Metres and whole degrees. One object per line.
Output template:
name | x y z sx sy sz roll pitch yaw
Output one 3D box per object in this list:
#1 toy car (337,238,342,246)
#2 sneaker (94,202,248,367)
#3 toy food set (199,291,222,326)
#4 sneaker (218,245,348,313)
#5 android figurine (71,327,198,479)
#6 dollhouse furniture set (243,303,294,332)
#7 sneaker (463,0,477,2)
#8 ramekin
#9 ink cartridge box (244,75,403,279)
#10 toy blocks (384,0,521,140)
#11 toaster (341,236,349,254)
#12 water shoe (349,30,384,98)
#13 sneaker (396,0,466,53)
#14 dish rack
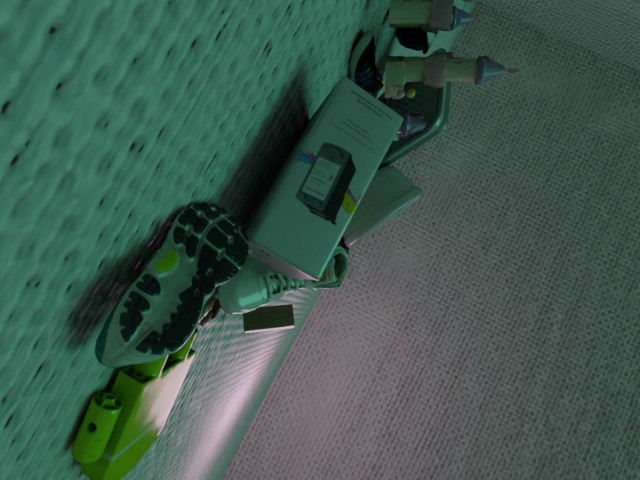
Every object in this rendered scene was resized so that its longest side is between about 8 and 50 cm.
toy car | 0.000 0.000 1.391 0.159 0.136 0.182 -60 172 -22
sneaker | -0.185 0.045 0.593 0.110 0.107 0.275 -32 -163 36
toy food set | -0.204 0.128 0.933 0.122 0.019 0.078 -57 171 -32
sneaker | -0.057 0.067 0.953 0.292 0.169 0.108 -26 107 -53
android figurine | -0.283 0.259 0.733 0.273 0.056 0.248 -64 172 9
dollhouse furniture set | -0.117 0.153 1.132 0.123 0.143 0.151 103 -20 -63
sneaker | 0.271 -0.583 0.947 0.153 0.099 0.283 99 -18 -82
ramekin | 0.157 -0.106 1.377 0.272 0.127 0.273 -35 174 -4
ink cartridge box | -0.012 -0.093 0.816 0.306 0.131 0.226 -63 -167 -11
toy blocks | 0.275 -0.368 1.043 0.289 0.259 0.309 -72 164 -66
toaster | 0.016 0.031 1.597 0.227 0.129 0.147 -87 -157 -63
water shoe | 0.109 -0.373 1.040 0.073 0.080 0.203 -59 172 -21
sneaker | 0.292 -0.623 1.294 0.315 0.127 0.182 -37 159 -56
dish rack | 0.256 -0.358 1.350 0.332 0.072 0.286 -28 -135 54
